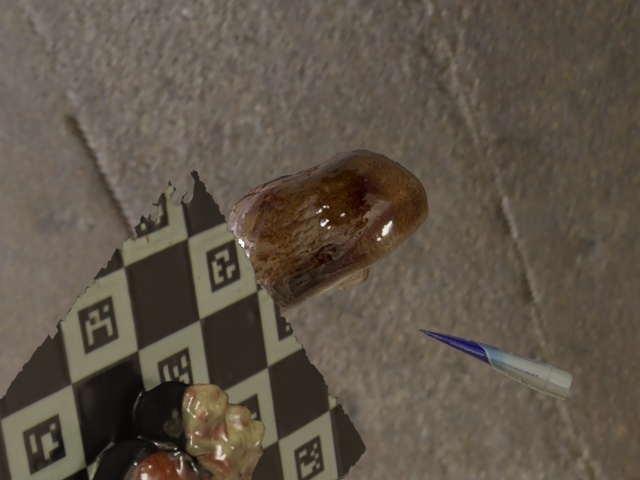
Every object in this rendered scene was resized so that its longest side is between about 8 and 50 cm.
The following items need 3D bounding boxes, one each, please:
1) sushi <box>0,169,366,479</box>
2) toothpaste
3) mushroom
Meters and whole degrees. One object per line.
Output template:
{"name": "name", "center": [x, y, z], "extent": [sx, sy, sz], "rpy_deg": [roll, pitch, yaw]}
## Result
{"name": "sushi", "center": [-0.079, 0.146, 0.911], "extent": [0.050, 0.290, 0.264], "rpy_deg": [9, 140, 40]}
{"name": "toothpaste", "center": [0.090, 0.061, 0.847], "extent": [0.083, 0.015, 0.024], "rpy_deg": [21, -178, 8]}
{"name": "mushroom", "center": [-0.007, -0.013, 1.629], "extent": [0.231, 0.194, 0.138], "rpy_deg": [-31, 83, 17]}
